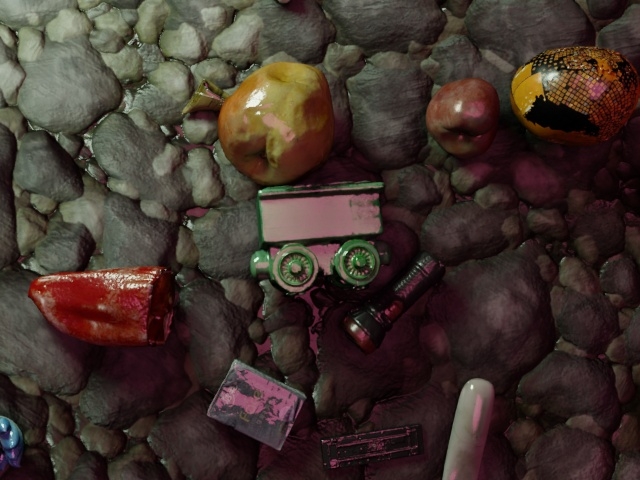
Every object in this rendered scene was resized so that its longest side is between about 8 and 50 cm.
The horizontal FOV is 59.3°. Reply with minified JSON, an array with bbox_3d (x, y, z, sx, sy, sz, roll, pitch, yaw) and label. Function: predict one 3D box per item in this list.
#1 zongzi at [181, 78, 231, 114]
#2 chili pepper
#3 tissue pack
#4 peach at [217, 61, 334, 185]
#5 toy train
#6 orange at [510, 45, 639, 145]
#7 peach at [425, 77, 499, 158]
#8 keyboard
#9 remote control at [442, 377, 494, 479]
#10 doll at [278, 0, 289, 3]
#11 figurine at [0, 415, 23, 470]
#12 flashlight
[{"bbox_3d":[-0.213,-0.255,1.076,0.076,0.040,0.083,33,94,-12],"label":"zongzi"},{"bbox_3d":[-0.391,0.119,1.002,0.252,0.136,0.144,2,131,1],"label":"chili pepper"},{"bbox_3d":[-0.119,0.307,1.052,0.156,0.051,0.112,29,84,-7],"label":"tissue pack"},{"bbox_3d":[-0.065,-0.217,1.025,0.214,0.214,0.236,35,65,-6],"label":"peach"},{"bbox_3d":[0.000,0.000,1.041,0.265,0.145,0.202,-4,85,-10],"label":"toy train"},{"bbox_3d":[0.485,-0.278,1.088,0.234,0.234,0.182,12,104,-8],"label":"orange"},{"bbox_3d":[0.291,-0.250,1.106,0.151,0.152,0.152,0,87,-9],"label":"peach"},{"bbox_3d":[0.103,0.404,1.101,0.204,0.013,0.061,-6,88,-10],"label":"keyboard"},{"bbox_3d":[0.301,0.390,1.117,0.073,0.044,0.229,15,84,-11],"label":"remote control"},{"bbox_3d":[-0.063,-0.542,1.097,0.106,0.062,0.163,39,78,-29],"label":"doll"},{"bbox_3d":[-0.554,0.352,0.966,0.114,0.079,0.114,2,99,14],"label":"figurine"},{"bbox_3d":[0.145,0.115,1.087,0.232,0.093,0.093,-41,94,-9],"label":"flashlight"}]
